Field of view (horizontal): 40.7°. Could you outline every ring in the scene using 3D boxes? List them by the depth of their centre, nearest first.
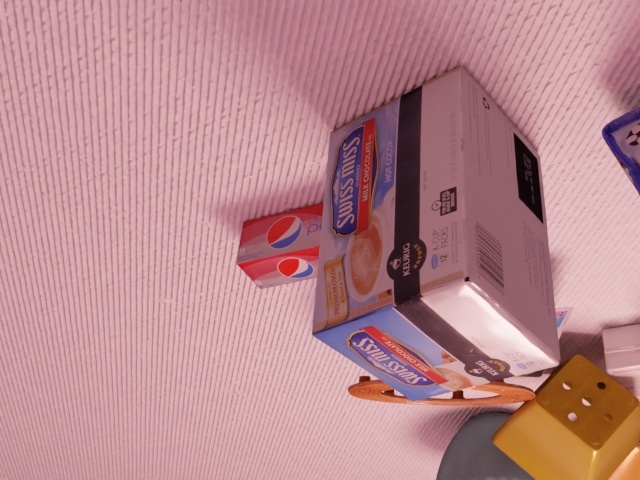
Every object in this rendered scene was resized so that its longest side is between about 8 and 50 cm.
[{"bbox_3d":[0.218,0.269,1.570,0.337,0.032,0.336,1,163,0],"label":"ring"}]

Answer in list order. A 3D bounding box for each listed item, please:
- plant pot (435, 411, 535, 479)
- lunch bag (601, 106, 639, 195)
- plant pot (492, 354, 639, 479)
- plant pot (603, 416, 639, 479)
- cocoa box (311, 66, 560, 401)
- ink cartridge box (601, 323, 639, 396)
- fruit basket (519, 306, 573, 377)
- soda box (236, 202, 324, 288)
[{"bbox_3d":[0.400,0.505,1.951,0.290,0.195,0.290,3,145,2],"label":"plant pot"},{"bbox_3d":[0.619,-0.090,1.081,0.385,0.239,0.328,-32,132,19],"label":"lunch bag"},{"bbox_3d":[0.485,0.344,1.639,0.212,0.212,0.187,39,153,26],"label":"plant pot"},{"bbox_3d":[0.653,0.462,1.883,0.205,0.205,0.188,11,128,-8],"label":"plant pot"},{"bbox_3d":[0.152,-0.003,1.144,0.228,0.347,0.231,-22,136,33],"label":"cocoa box"},{"bbox_3d":[0.592,0.224,1.628,0.092,0.090,0.143,-13,140,23],"label":"ink cartridge box"},{"bbox_3d":[0.267,0.200,1.575,0.327,0.165,0.353,1,148,4],"label":"fruit basket"},{"bbox_3d":[0.000,0.000,1.383,0.263,0.092,0.083,-13,140,23],"label":"soda box"}]
